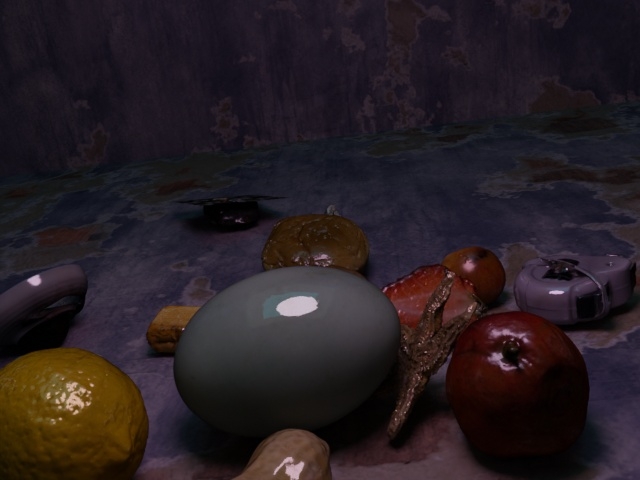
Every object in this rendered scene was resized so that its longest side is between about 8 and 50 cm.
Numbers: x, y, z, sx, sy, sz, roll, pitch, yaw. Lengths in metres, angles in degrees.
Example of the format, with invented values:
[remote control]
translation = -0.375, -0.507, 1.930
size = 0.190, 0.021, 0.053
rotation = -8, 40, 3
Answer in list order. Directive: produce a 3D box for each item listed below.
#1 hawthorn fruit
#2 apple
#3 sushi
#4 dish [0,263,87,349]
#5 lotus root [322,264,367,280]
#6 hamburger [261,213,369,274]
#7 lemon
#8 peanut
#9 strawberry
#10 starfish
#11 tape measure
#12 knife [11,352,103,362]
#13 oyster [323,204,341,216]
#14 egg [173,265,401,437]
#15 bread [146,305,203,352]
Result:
[hawthorn fruit]
translation = 0.293, 0.201, 1.033
size = 0.224, 0.261, 0.224
rotation = -9, 50, 11
[apple]
translation = 0.332, 0.075, 1.521
size = 0.146, 0.146, 0.146
rotation = -7, 20, 2
[sushi]
translation = -0.301, -0.085, 2.279
size = 0.296, 0.100, 0.373
rotation = -7, 8, -26
[dish]
translation = -0.636, 0.183, 1.591
size = 0.273, 0.134, 0.273
rotation = -36, -7, -5
[lotus root]
translation = 0.025, 0.131, 1.461
size = 0.182, 0.183, 0.310
rotation = 2, 17, 24
[hamburger]
translation = -0.013, 0.025, 1.742
size = 0.265, 0.134, 0.285
rotation = -8, 35, 12
[lemon]
translation = -0.405, 0.288, 1.064
size = 0.310, 0.253, 0.253
rotation = 8, 25, 37
[peanut]
translation = -0.078, 0.357, 0.922
size = 0.149, 0.149, 0.313
rotation = 5, 23, 30
[strawberry]
translation = 0.219, 0.138, 1.426
size = 0.236, 0.107, 0.175
rotation = 21, 66, 5
[starfish]
translation = 0.164, 0.187, 1.197
size = 0.060, 0.302, 0.299
rotation = 31, 23, -16
[tape measure]
translation = 0.504, 0.100, 1.430
size = 0.236, 0.120, 0.197
rotation = 3, 24, 37
[knife]
translation = -0.571, 0.262, 1.502
size = 0.222, 0.031, 0.064
rotation = -3, 24, 14
[oyster]
translation = 0.001, 0.003, 1.959
size = 0.252, 0.087, 0.199
rotation = -31, 28, -23
[egg]
translation = -0.055, 0.184, 1.164
size = 0.389, 0.276, 0.276
rotation = -19, 20, 1
[bread]
translation = -0.263, 0.194, 1.500
size = 0.211, 0.083, 0.114
rotation = -2, 26, 14
